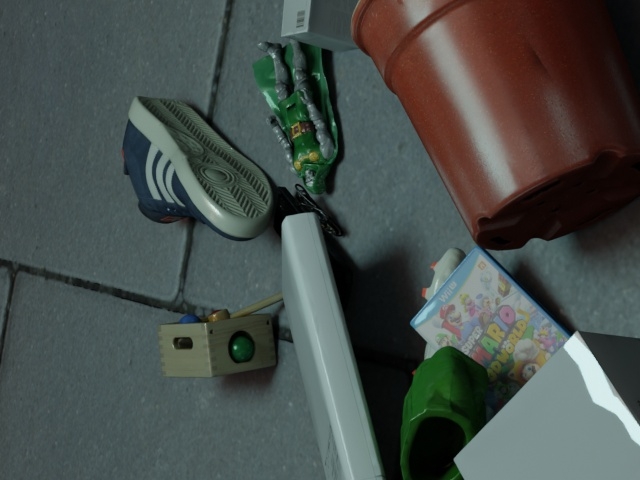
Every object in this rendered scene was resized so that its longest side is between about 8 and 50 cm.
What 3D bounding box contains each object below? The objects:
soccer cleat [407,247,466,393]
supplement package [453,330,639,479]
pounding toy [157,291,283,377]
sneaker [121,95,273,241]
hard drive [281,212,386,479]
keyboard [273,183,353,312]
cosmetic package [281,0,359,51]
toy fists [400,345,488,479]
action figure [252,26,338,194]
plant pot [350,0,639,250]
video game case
[{"bbox_3d":[0.152,0.107,1.533,0.076,0.068,0.196,9,89,30],"label":"soccer cleat"},{"bbox_3d":[0.275,0.204,1.258,0.194,0.203,0.149,-51,49,29],"label":"supplement package"},{"bbox_3d":[-0.121,0.122,1.802,0.141,0.130,0.100,-6,90,48],"label":"pounding toy"},{"bbox_3d":[-0.180,-0.066,1.907,0.350,0.131,0.148,50,126,48],"label":"sneaker"},{"bbox_3d":[0.014,0.174,1.591,0.233,0.047,0.353,93,163,-64],"label":"hard drive"},{"bbox_3d":[0.000,0.000,1.755,0.192,0.038,0.100,51,144,40],"label":"keyboard"},{"bbox_3d":[0.011,-0.370,1.753,0.060,0.099,0.239,-2,81,51],"label":"cosmetic package"},{"bbox_3d":[0.128,0.246,1.447,0.142,0.096,0.279,-83,-5,-63],"label":"toy fists"},{"bbox_3d":[-0.026,-0.166,1.789,0.137,0.063,0.232,-32,64,38],"label":"action figure"},{"bbox_3d":[0.201,-0.149,1.387,0.272,0.272,0.265,-36,65,39],"label":"plant pot"},{"bbox_3d":[0.189,0.104,1.467,0.166,0.015,0.119,46,109,22],"label":"video game case"}]
